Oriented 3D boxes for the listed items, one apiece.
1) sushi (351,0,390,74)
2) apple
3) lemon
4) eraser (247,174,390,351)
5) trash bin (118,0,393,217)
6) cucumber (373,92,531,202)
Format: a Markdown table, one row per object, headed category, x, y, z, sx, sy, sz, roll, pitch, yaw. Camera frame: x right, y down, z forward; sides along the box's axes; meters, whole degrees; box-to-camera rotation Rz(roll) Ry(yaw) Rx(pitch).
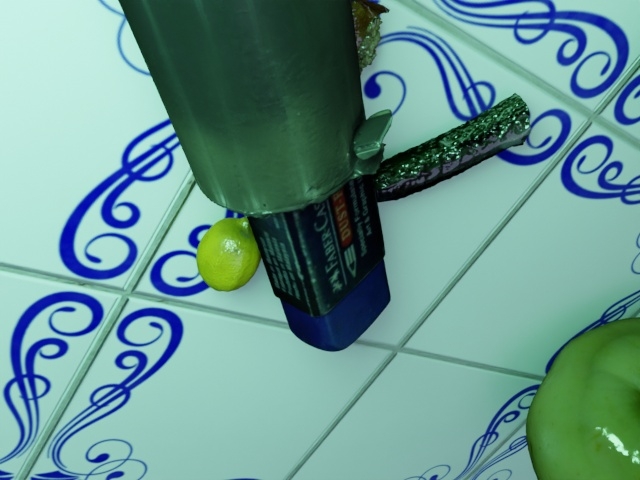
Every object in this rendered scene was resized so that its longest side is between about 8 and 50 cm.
| category | x | y | z | sx | sy | sz | roll | pitch | yaw |
| --- | --- | --- | --- | --- | --- | --- | --- | --- | --- |
| sushi | 0.037 | -0.214 | 0.755 | 0.055 | 0.052 | 0.120 | 16 | 120 | -16 |
| apple | 0.624 | 0.379 | 1.274 | 0.474 | 0.473 | 0.473 | -13 | 133 | -14 |
| lemon | -0.116 | 0.016 | 0.863 | 0.082 | 0.082 | 0.110 | 7 | 127 | -29 |
| eraser | 0.000 | 0.000 | 0.856 | 0.155 | 0.102 | 0.332 | -43 | 140 | -27 |
| trash bin | -0.069 | -0.194 | 0.619 | 0.252 | 0.203 | 0.301 | 8 | 140 | 21 |
| cucumber | 0.162 | -0.110 | 0.895 | 0.245 | 0.067 | 0.067 | -26 | 134 | 2 |
